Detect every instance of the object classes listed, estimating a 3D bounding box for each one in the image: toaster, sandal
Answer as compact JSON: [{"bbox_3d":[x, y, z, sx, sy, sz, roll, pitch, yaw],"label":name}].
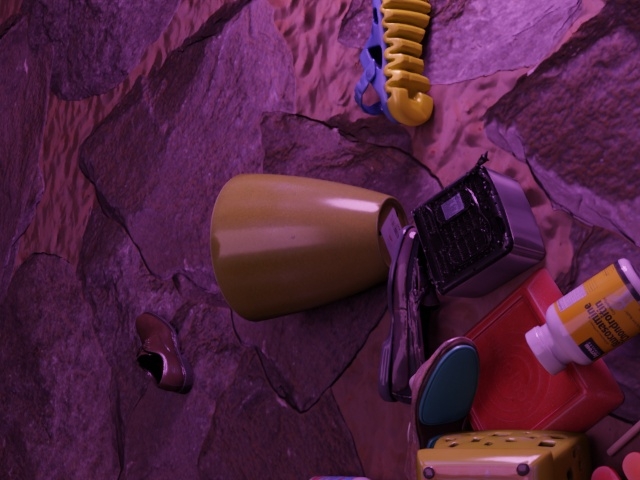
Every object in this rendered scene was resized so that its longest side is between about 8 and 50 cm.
[{"bbox_3d":[0.257,-0.018,1.767,0.185,0.110,0.168,-37,57,34],"label":"toaster"},{"bbox_3d":[0.120,-0.353,1.982,0.138,0.126,0.317,-11,72,48],"label":"sandal"}]

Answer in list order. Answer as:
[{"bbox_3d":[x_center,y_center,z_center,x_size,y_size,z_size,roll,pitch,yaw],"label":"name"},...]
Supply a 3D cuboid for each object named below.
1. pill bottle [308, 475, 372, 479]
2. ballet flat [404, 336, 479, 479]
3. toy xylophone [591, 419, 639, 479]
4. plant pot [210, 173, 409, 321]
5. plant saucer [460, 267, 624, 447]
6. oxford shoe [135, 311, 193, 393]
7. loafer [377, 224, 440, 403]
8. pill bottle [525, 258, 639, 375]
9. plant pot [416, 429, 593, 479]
[{"bbox_3d":[0.048,0.453,1.889,0.160,0.087,0.087,-10,74,44],"label":"pill bottle"},{"bbox_3d":[0.178,0.274,1.737,0.106,0.107,0.316,-128,41,-57],"label":"ballet flat"},{"bbox_3d":[0.491,0.319,1.473,0.323,0.081,0.236,-55,48,22],"label":"toy xylophone"},{"bbox_3d":[0.000,0.000,1.946,0.293,0.275,0.275,-6,76,29],"label":"plant pot"},{"bbox_3d":[0.308,0.214,1.709,0.259,0.047,0.258,-47,51,29],"label":"plant saucer"},{"bbox_3d":[-0.357,0.232,2.349,0.083,0.096,0.227,-58,45,22],"label":"oxford shoe"},{"bbox_3d":[0.168,0.128,1.846,0.095,0.109,0.302,6,87,28],"label":"loafer"},{"bbox_3d":[0.393,0.115,1.576,0.184,0.103,0.103,-37,55,17],"label":"pill bottle"},{"bbox_3d":[0.257,0.389,1.551,0.227,0.207,0.228,-5,82,25],"label":"plant pot"}]
